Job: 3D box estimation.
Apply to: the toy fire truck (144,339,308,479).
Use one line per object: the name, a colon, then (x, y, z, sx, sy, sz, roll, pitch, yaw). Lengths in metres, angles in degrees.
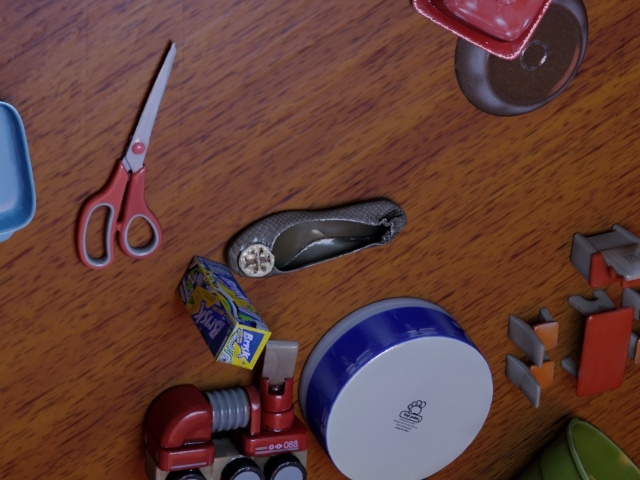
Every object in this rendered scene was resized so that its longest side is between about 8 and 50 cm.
toy fire truck: (-0.115, 0.228, 1.658, 0.217, 0.158, 0.246, -3, 108, -23)

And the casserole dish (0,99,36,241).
casserole dish: (-0.389, -0.084, 1.405, 0.114, 0.037, 0.188, -13, 122, -17)

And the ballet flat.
ballet flat: (0.000, 0.000, 1.618, 0.249, 0.058, 0.084, -13, 122, -17)

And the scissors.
scissors: (-0.232, -0.095, 1.478, 0.109, 0.021, 0.297, -2, 121, -21)

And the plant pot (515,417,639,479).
plant pot: (0.376, 0.533, 1.955, 0.353, 0.366, 0.366, -41, 128, 17)

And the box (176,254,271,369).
box: (-0.123, 0.089, 1.545, 0.054, 0.169, 0.059, 18, 109, -32)

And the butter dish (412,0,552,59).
butter dish: (0.213, -0.307, 1.479, 0.159, 0.118, 0.160, 26, 106, -11)

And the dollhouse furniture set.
dollhouse furniture set: (0.428, 0.122, 1.836, 0.262, 0.135, 0.259, -12, 123, -18)

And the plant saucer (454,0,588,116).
plant saucer: (0.271, -0.246, 1.610, 0.198, 0.036, 0.199, -11, 123, -18)

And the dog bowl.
dog bowl: (0.109, 0.219, 1.769, 0.264, 0.104, 0.265, -12, 123, -18)
